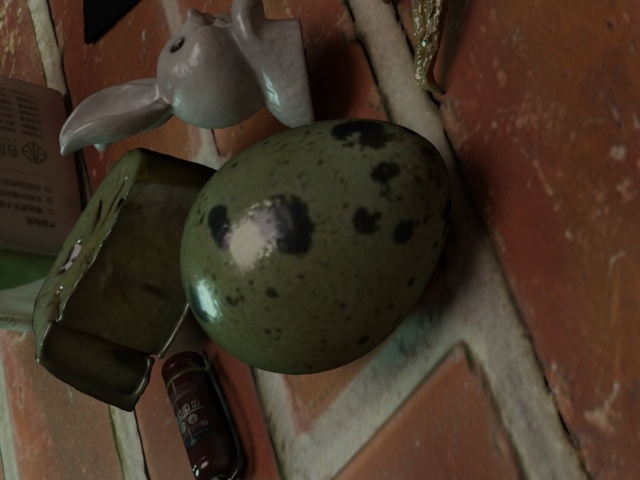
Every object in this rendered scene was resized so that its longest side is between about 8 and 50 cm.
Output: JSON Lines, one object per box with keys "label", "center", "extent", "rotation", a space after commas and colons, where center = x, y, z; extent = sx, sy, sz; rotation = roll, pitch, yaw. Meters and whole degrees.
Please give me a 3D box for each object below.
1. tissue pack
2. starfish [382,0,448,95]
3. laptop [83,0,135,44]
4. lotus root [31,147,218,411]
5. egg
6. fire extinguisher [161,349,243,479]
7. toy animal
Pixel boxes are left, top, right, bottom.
{"label": "tissue pack", "center": [-0.457, -0.061, 1.720], "extent": [0.194, 0.356, 0.266], "rotation": [-48, 43, 39]}
{"label": "starfish", "center": [0.110, -0.248, 1.192], "extent": [0.247, 0.050, 0.138], "rotation": [-60, 38, 31]}
{"label": "laptop", "center": [-0.230, -0.331, 1.775], "extent": [0.135, 0.016, 0.197], "rotation": [-29, 59, 49]}
{"label": "lotus root", "center": [-0.170, 0.025, 1.449], "extent": [0.235, 0.119, 0.138], "rotation": [-61, 22, 3]}
{"label": "egg", "center": [0.000, 0.000, 1.170], "extent": [0.228, 0.177, 0.177], "rotation": [-36, 50, 30]}
{"label": "fire extinguisher", "center": [-0.101, 0.167, 1.395], "extent": [0.064, 0.043, 0.158], "rotation": [-42, 45, 18]}
{"label": "toy animal", "center": [-0.117, -0.140, 1.343], "extent": [0.104, 0.220, 0.131], "rotation": [-79, -20, -70]}
